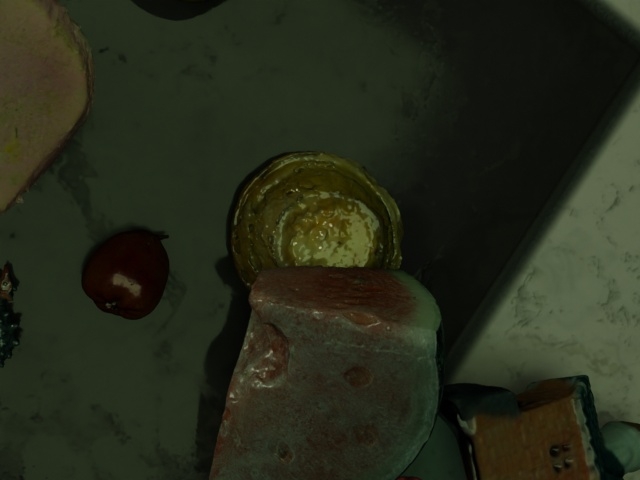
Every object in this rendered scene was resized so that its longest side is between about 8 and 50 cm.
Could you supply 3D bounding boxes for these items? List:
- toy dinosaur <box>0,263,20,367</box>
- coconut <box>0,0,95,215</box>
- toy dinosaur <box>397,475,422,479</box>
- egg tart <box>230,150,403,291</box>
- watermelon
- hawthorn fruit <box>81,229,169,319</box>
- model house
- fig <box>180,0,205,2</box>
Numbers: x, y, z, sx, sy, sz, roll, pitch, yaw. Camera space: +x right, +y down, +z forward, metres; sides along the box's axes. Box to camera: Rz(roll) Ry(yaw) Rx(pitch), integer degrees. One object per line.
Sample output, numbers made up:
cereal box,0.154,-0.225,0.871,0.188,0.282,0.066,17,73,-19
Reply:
toy dinosaur,-0.323,0.099,1.055,0.055,0.049,0.154,5,90,-16
coconut,-0.337,-0.140,0.934,0.233,0.245,0.233,-20,120,-38
toy dinosaur,0.045,0.318,1.137,0.070,0.139,0.286,-1,136,-28
egg tart,0.000,0.000,1.106,0.191,0.074,0.191,-1,96,-10
watermelon,-0.008,0.134,1.067,0.226,0.148,0.318,44,116,-12
hawthorn fruit,-0.188,0.028,1.069,0.081,0.081,0.093,30,59,-14
model house,0.231,0.253,1.150,0.291,0.184,0.253,-13,92,-25
fig,-0.118,-0.328,1.001,0.181,0.181,0.191,-27,74,-9
